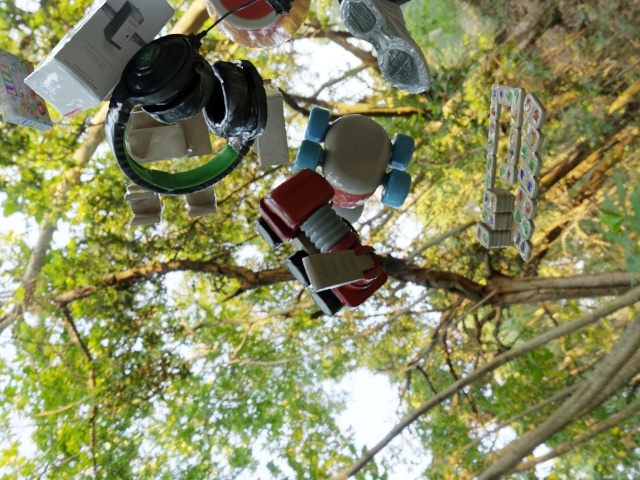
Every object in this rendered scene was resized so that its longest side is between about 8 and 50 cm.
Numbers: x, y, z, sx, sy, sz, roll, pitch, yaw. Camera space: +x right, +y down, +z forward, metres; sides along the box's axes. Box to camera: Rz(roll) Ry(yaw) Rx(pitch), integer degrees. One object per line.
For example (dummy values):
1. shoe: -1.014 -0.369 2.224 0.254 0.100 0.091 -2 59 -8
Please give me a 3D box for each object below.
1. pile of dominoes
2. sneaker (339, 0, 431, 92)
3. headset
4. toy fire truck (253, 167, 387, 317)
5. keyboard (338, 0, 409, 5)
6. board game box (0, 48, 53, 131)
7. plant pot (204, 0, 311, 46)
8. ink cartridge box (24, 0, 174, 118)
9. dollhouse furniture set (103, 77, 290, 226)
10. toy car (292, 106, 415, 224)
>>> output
1. pile of dominoes: 0.283 -0.112 0.807 0.040 0.252 0.196 -2 -162 -2
2. sneaker: 0.144 -0.393 0.986 0.232 0.090 0.115 48 -132 -20
3. headset: -0.173 -0.228 0.808 0.243 0.394 0.185 7 -147 -45
4. toy fire truck: 0.000 0.000 0.725 0.158 0.246 0.217 -38 -95 -17
5. keyboard: 0.162 -0.559 0.961 0.033 0.316 0.202 -100 -15 -59
6. board game box: -0.610 -0.304 1.039 0.154 0.026 0.103 69 -166 6
7. plant pot: -0.152 -0.586 1.187 0.274 0.275 0.243 38 -166 -13
8. ink cartridge box: -0.359 -0.319 0.844 0.092 0.158 0.218 47 -121 -34
9. dollhouse furniture set: -0.292 -0.272 1.245 0.393 0.363 0.256 -9 -155 -8
10. toy car: 0.048 -0.116 1.069 0.219 0.238 0.211 17 -130 -5
